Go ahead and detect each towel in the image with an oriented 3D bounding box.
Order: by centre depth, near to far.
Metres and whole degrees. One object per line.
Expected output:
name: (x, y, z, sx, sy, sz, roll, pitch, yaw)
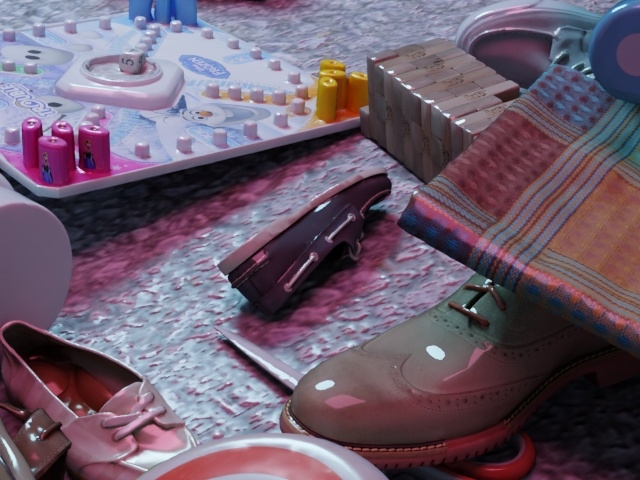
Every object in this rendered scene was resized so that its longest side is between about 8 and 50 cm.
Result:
towel: (0.268, 0.011, 0.818, 0.370, 0.040, 0.271, 30, 39, 16)

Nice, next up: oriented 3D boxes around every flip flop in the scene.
flip flop: (-0.194, 0.157, 0.798, 0.080, 0.112, 0.277, 7, 22, -32)

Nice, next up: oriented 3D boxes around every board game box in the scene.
board game box: (-0.204, -0.176, 1.270, 0.390, 0.050, 0.390, -17, 35, -37)

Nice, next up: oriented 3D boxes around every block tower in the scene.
block tower: (0.154, -0.083, 1.116, 0.091, 0.097, 0.335, -19, 35, -22)

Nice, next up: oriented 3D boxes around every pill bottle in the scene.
pill bottle: (-0.343, -0.009, 1.001, 0.283, 0.160, 0.160, 22, 42, 33)

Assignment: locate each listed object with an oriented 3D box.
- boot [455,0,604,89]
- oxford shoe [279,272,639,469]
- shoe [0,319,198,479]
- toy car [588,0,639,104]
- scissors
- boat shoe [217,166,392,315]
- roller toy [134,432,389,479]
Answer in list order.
boot: (0.261, -0.168, 1.224, 0.258, 0.095, 0.123, 5, 34, 5)
oxford shoe: (0.120, 0.050, 0.861, 0.348, 0.130, 0.123, -20, 35, -32)
shoe: (-0.160, 0.120, 0.876, 0.219, 0.058, 0.076, 26, 44, 37)
toy car: (0.346, -0.132, 0.899, 0.238, 0.210, 0.219, 48, 32, 1)
scissors: (0.013, 0.127, 0.879, 0.297, 0.021, 0.109, 18, 41, 29)
boat shoe: (0.000, 0.000, 1.058, 0.206, 0.075, 0.065, -32, 85, -43)
roller toy: (-0.030, 0.213, 0.643, 0.191, 0.146, 0.209, -3, 38, 19)
